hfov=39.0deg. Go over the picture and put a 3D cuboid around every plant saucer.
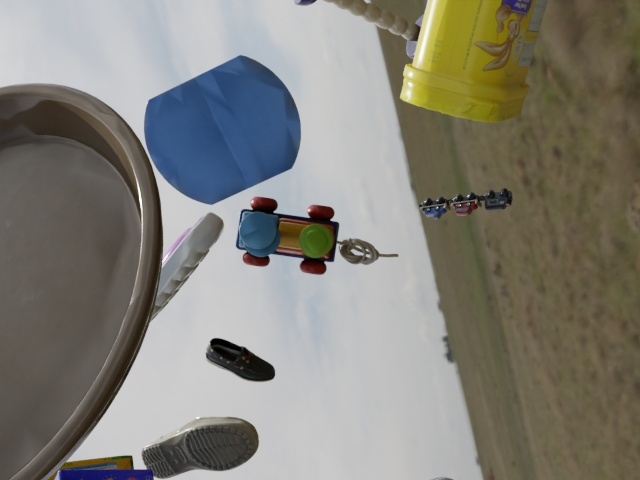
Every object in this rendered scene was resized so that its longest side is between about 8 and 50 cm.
[{"bbox_3d":[-0.203,0.035,0.518,0.041,0.277,0.278,45,-149,-54],"label":"plant saucer"}]

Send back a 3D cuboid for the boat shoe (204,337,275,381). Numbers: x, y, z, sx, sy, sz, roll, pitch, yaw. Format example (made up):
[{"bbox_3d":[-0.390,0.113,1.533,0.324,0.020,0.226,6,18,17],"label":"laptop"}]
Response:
[{"bbox_3d":[-0.142,0.214,1.612,0.049,0.133,0.042,-66,-4,-51],"label":"boat shoe"}]

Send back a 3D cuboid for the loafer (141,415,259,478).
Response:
[{"bbox_3d":[-0.217,0.372,1.679,0.092,0.268,0.102,-43,-68,-56],"label":"loafer"}]

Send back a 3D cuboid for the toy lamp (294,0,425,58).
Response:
[{"bbox_3d":[0.095,-0.352,1.427,0.080,0.274,0.080,-49,32,46],"label":"toy lamp"}]

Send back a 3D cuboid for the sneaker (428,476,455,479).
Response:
[{"bbox_3d":[0.183,0.426,1.077,0.153,0.101,0.269,-12,82,59],"label":"sneaker"}]

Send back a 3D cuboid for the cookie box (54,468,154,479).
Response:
[{"bbox_3d":[-0.235,0.298,0.989,0.040,0.107,0.092,-58,37,36],"label":"cookie box"}]

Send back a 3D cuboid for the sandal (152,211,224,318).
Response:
[{"bbox_3d":[-0.316,0.101,1.471,0.102,0.416,0.169,42,-177,-2],"label":"sandal"}]

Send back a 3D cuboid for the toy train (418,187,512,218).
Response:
[{"bbox_3d":[0.236,-0.058,1.478,0.027,0.158,0.036,27,-120,-60],"label":"toy train"}]

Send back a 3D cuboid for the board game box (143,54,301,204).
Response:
[{"bbox_3d":[-0.103,-0.120,0.980,0.133,0.168,0.033,63,-170,-18],"label":"board game box"}]

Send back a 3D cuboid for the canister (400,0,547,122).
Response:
[{"bbox_3d":[0.118,-0.174,0.618,0.126,0.073,0.170,-25,-50,-64],"label":"canister"}]

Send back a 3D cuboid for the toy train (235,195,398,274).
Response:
[{"bbox_3d":[0.000,0.000,1.309,0.143,0.248,0.105,-160,78,-88],"label":"toy train"}]

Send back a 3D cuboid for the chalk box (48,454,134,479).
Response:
[{"bbox_3d":[-0.358,0.381,1.261,0.132,0.213,0.132,1,-107,-39],"label":"chalk box"}]
